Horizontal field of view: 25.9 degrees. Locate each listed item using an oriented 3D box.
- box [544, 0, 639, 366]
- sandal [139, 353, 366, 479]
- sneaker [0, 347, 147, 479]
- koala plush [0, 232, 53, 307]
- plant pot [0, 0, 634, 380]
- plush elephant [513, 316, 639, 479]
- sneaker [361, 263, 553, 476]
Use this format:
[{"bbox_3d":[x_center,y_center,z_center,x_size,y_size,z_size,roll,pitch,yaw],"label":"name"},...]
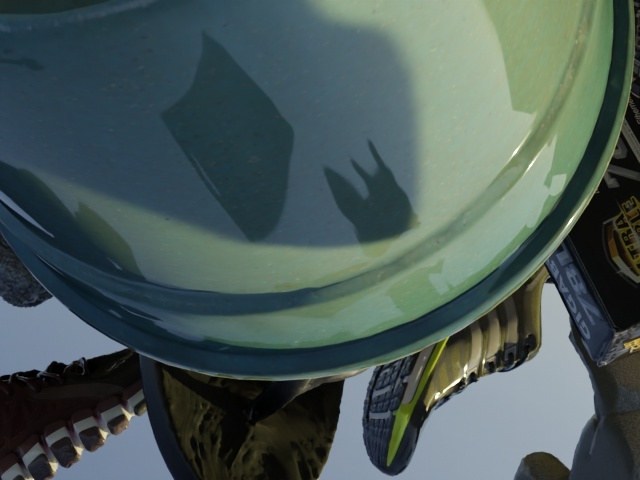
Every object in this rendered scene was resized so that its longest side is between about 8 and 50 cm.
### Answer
[{"bbox_3d":[0.240,-0.110,0.858,0.073,0.293,0.296,86,161,-67],"label":"box"},{"bbox_3d":[-0.001,-0.002,1.001,0.167,0.107,0.446,40,-134,-20],"label":"sandal"},{"bbox_3d":[-0.247,0.110,1.069,0.163,0.281,0.106,57,166,-2],"label":"sneaker"},{"bbox_3d":[-0.226,-0.094,1.177,0.221,0.196,0.203,57,-169,-11],"label":"koala plush"},{"bbox_3d":[-0.049,-0.137,0.530,0.341,0.341,0.334,26,173,16],"label":"plant pot"},{"bbox_3d":[0.367,0.210,1.270,0.255,0.272,0.330,8,-164,-18],"label":"plush elephant"},{"bbox_3d":[0.145,0.102,1.341,0.121,0.300,0.111,35,163,-9],"label":"sneaker"}]
